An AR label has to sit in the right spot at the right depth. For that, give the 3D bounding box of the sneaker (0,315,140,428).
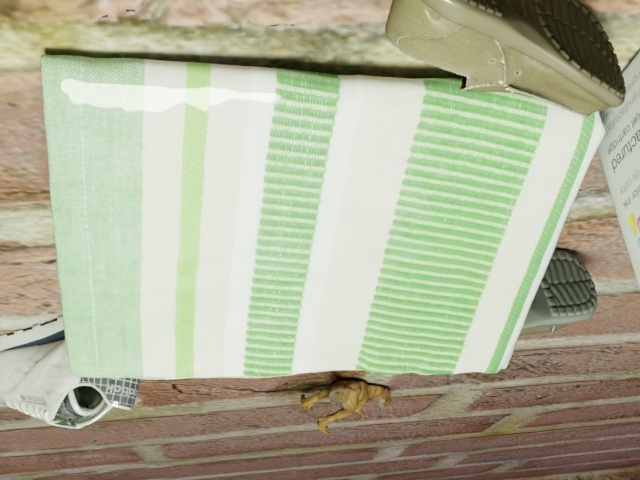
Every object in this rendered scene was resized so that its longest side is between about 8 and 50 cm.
[{"bbox_3d":[-0.260,0.137,0.784,0.235,0.095,0.090,-24,153,36],"label":"sneaker"}]

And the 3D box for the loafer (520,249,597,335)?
[{"bbox_3d":[0.123,0.059,0.711,0.251,0.094,0.087,4,150,-23],"label":"loafer"}]

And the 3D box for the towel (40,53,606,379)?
[{"bbox_3d":[0.000,0.000,0.521,0.324,0.038,0.248,1,130,-12],"label":"towel"}]

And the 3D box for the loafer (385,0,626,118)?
[{"bbox_3d":[0.093,-0.099,0.406,0.148,0.056,0.050,20,146,-29],"label":"loafer"}]

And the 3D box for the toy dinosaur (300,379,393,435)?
[{"bbox_3d":[0.028,0.203,1.072,0.112,0.064,0.211,-35,158,15],"label":"toy dinosaur"}]

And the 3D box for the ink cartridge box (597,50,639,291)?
[{"bbox_3d":[0.255,0.001,0.393,0.117,0.278,0.201,-3,155,-10],"label":"ink cartridge box"}]
